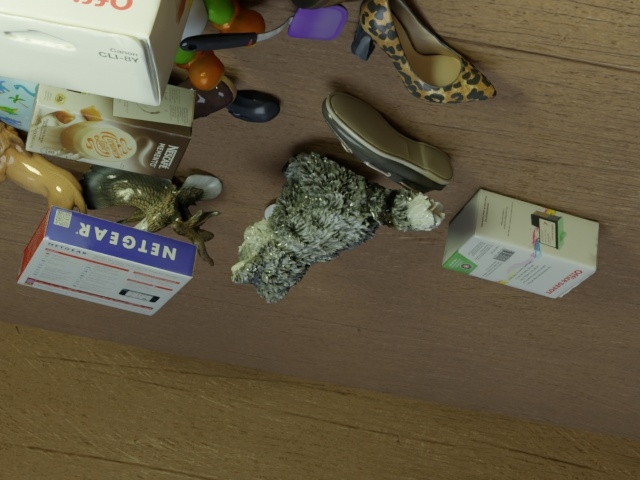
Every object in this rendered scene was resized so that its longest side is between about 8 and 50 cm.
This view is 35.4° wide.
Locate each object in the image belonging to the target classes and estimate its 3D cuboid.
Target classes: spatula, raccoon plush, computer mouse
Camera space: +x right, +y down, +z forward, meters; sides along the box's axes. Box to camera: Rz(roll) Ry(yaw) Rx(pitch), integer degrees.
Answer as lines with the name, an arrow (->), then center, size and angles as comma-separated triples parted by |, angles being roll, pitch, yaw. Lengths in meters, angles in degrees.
spatula -> -0.088, -0.331, 1.594 | 0.296, 0.030, 0.084 | -18, 158, -30
raccoon plush -> 0.000, 0.000, 2.003 | 0.216, 0.299, 0.446 | 35, 168, -29
computer mouse -> -0.191, -0.254, 1.961 | 0.242, 0.041, 0.071 | 1, 155, 25

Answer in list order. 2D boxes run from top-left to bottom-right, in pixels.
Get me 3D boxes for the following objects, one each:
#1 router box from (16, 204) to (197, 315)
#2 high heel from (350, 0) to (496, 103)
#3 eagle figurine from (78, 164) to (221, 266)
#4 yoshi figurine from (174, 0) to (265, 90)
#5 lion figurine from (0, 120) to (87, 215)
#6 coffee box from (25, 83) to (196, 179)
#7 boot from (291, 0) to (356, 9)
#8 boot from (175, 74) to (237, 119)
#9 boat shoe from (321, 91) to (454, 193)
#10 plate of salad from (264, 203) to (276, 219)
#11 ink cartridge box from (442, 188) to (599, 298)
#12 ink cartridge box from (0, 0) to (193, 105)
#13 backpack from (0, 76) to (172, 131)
router box -> -0.486, 0.055, 2.272 | 0.335, 0.082, 0.301 | 17, 153, -22
high heel -> 0.178, -0.305, 1.605 | 0.261, 0.093, 0.186 | 22, 162, 0
eagle figurine -> -0.389, -0.077, 2.324 | 0.298, 0.225, 0.226 | 31, 125, 35
yoshi figurine -> -0.241, -0.369, 1.525 | 0.203, 0.204, 0.362 | -8, 152, 35
lion figurine -> -0.643, -0.145, 2.238 | 0.392, 0.142, 0.240 | 26, 144, -11
coffee box -> -0.341, -0.196, 1.637 | 0.246, 0.098, 0.141 | 10, 149, -18
boot -> 0.091, -0.422, 1.431 | 0.115, 0.112, 0.305 | -8, 170, -45
boot -> -0.288, -0.217, 1.871 | 0.248, 0.207, 0.090 | -4, 131, 37
boat shoe -> 0.114, -0.168, 1.913 | 0.335, 0.112, 0.095 | 26, 137, -34
plate of salad -> -0.035, -0.037, 2.362 | 0.199, 0.048, 0.200 | 18, 153, 10
ink cartridge box -> 0.431, 0.012, 2.168 | 0.278, 0.117, 0.201 | 15, 156, -7
ink cartridge box -> -0.297, -0.389, 1.283 | 0.279, 0.385, 0.160 | 11, 156, 3
backpack -> -0.491, -0.315, 1.755 | 0.290, 0.273, 0.355 | 3, 143, 34
